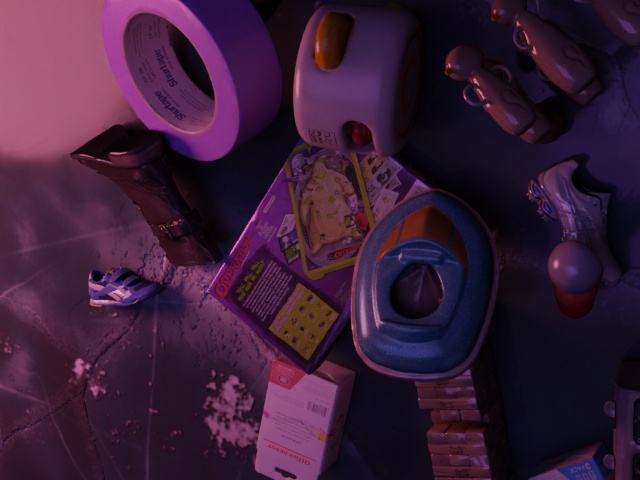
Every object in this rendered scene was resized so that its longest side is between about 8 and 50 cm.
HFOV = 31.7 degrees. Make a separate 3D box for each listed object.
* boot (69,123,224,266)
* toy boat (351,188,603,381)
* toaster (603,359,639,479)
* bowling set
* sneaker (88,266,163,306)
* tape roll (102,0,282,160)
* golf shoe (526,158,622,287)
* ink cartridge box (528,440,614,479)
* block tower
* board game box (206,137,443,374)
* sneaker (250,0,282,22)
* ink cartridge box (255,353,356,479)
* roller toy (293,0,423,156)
[{"bbox_3d":[-0.269,-0.057,1.733,0.263,0.091,0.229,13,135,54],"label":"boot"},{"bbox_3d":[0.195,0.047,1.429,0.318,0.148,0.267,0,65,13],"label":"toy boat"},{"bbox_3d":[0.462,0.254,1.444,0.185,0.110,0.168,5,108,26],"label":"toaster"},{"bbox_3d":[0.251,-0.208,1.385,0.154,0.287,0.200,49,154,14],"label":"bowling set"},{"bbox_3d":[-0.322,0.074,1.831,0.144,0.053,0.059,-4,101,27],"label":"sneaker"},{"bbox_3d":[-0.182,-0.252,1.578,0.275,0.090,0.275,31,140,30],"label":"tape roll"},{"bbox_3d":[0.346,-0.023,1.450,0.086,0.069,0.176,-37,88,24],"label":"golf shoe"},{"bbox_3d":[0.379,0.381,1.553,0.104,0.061,0.181,-27,92,31],"label":"ink cartridge box"},{"bbox_3d":[0.200,0.237,1.587,0.091,0.097,0.335,-6,104,29],"label":"block tower"},{"bbox_3d":[0.000,0.000,1.628,0.208,0.056,0.347,37,112,9],"label":"board game box"},{"bbox_3d":[-0.125,-0.452,1.560,0.136,0.116,0.314,2,103,42],"label":"sneaker"},{"bbox_3d":[-0.026,0.279,1.730,0.115,0.067,0.198,20,111,21],"label":"ink cartridge box"},{"bbox_3d":[0.045,-0.209,1.464,0.146,0.209,0.191,10,112,14],"label":"roller toy"}]
